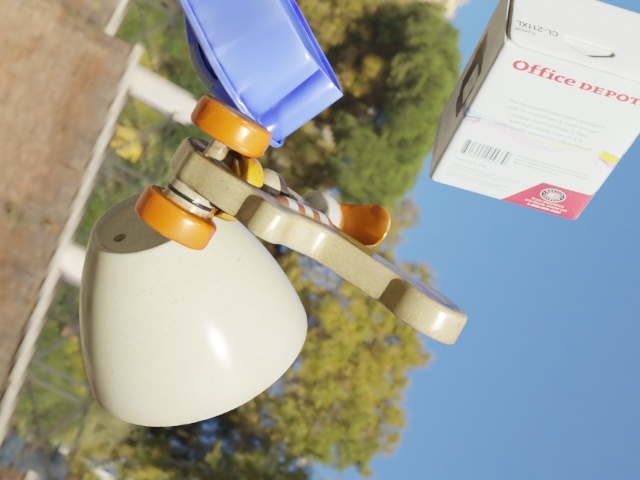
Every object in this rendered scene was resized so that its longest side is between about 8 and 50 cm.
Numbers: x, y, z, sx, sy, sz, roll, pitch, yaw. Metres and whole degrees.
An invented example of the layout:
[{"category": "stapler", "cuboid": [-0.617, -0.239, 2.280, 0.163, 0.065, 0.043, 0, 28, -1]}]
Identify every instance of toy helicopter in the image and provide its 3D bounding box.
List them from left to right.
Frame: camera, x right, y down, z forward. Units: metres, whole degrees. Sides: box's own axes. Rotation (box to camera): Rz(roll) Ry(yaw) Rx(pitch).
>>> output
[{"category": "toy helicopter", "cuboid": [0.000, 0.000, 1.380, 0.140, 0.355, 0.235, -58, 162, 6]}]

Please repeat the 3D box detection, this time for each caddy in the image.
[{"category": "caddy", "cuboid": [-0.117, -0.304, 2.047, 0.179, 0.241, 0.341, -31, -114, 10]}]

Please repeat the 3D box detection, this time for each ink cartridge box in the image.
[{"category": "ink cartridge box", "cuboid": [0.173, -0.105, 1.024, 0.175, 0.128, 0.072, 115, -11, -55]}]

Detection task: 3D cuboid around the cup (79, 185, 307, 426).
[{"category": "cup", "cuboid": [-0.207, 0.065, 1.896, 0.331, 0.237, 0.331, -12, -146, 8]}]
